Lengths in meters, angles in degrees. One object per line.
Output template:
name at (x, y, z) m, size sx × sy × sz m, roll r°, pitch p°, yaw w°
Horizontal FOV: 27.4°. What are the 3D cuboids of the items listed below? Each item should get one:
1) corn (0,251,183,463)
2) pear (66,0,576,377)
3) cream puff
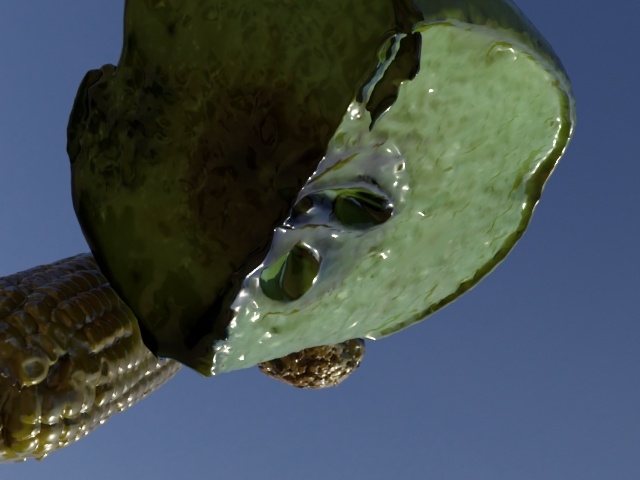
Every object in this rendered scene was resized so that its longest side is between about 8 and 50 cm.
corn at (-0.128, 0.052, 0.718) m, size 0.097 × 0.262 × 0.097 m, roll 4°, pitch -78°, yaw 20°
pear at (0.026, -0.069, 0.694) m, size 0.164 × 0.255 × 0.238 m, roll 51°, pitch -54°, yaw 28°
cream puff at (-0.020, 0.087, 1.287) m, size 0.119 × 0.104 × 0.133 m, roll -32°, pitch -93°, yaw 21°
